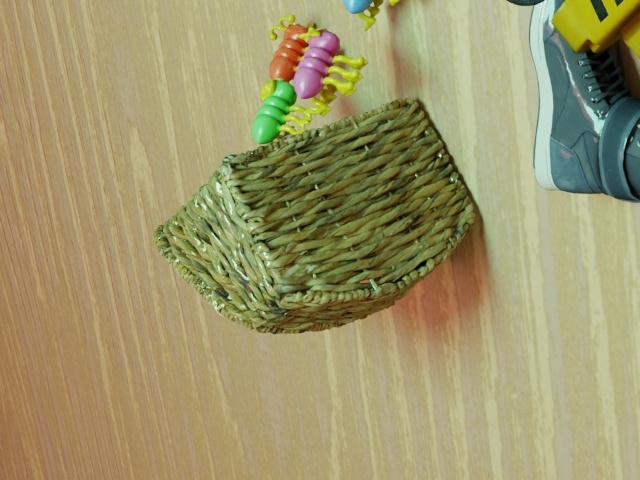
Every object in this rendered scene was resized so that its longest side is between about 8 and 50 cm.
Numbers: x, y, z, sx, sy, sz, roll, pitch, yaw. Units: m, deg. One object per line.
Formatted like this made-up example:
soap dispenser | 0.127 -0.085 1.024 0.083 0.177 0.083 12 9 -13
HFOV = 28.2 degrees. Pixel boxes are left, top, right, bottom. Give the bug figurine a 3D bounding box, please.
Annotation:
bug figurine | -0.007 -0.219 1.472 0.072 0.216 0.279 29 149 -17

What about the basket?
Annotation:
basket | 0.000 0.000 1.467 0.213 0.299 0.223 62 144 8

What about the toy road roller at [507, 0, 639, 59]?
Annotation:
toy road roller | 0.299 -0.258 0.989 0.240 0.202 0.329 51 150 6

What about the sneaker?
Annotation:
sneaker | 0.277 -0.144 1.178 0.163 0.086 0.226 18 120 49
